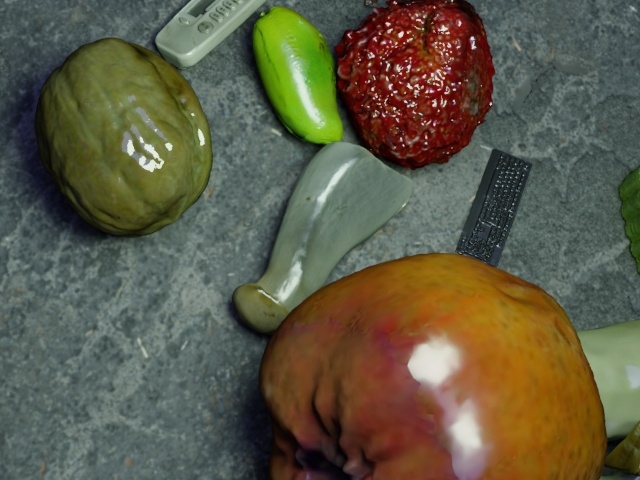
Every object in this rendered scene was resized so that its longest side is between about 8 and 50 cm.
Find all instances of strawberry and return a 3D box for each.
[{"bbox_3d":[0.155,-0.262,1.668,0.274,0.220,0.274,11,58,-18],"label":"strawberry"}]

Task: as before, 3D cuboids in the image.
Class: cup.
[{"bbox_3d":[0.443,0.253,1.621,0.202,0.173,0.255,-7,76,-13],"label":"cup"}]

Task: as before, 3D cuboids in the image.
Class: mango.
[{"bbox_3d":[-0.029,-0.252,1.685,0.125,0.111,0.233,-27,88,-26],"label":"mango"}]

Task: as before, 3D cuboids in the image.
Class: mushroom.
[{"bbox_3d":[0.000,0.000,1.620,0.159,0.122,0.329,31,71,6],"label":"mushroom"}]

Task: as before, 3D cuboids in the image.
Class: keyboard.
[{"bbox_3d":[0.282,-0.054,1.752,0.074,0.015,0.196,25,71,-5],"label":"keyboard"}]

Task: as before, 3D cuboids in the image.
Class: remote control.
[{"bbox_3d":[-0.159,-0.360,1.715,0.090,0.049,0.230,32,68,29],"label":"remote control"}]

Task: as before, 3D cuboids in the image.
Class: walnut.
[{"bbox_3d":[-0.283,-0.140,1.543,0.282,0.227,0.283,2,96,18],"label":"walnut"}]

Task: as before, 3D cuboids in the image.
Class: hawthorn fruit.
[{"bbox_3d":[0.150,0.232,1.448,0.471,0.472,0.472,3,74,-12],"label":"hawthorn fruit"}]

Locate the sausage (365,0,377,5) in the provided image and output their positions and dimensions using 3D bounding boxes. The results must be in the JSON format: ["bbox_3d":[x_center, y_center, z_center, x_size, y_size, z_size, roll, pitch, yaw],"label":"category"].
[{"bbox_3d":[0.117,-0.485,1.825,0.029,0.029,0.223,24,71,-5],"label":"sausage"}]

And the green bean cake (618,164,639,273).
[{"bbox_3d":[0.606,-0.042,1.770,0.214,0.113,0.200,-5,79,-14],"label":"green bean cake"}]

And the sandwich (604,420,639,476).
[{"bbox_3d":[0.473,0.287,1.578,0.074,0.074,0.116,23,81,-27],"label":"sandwich"}]
